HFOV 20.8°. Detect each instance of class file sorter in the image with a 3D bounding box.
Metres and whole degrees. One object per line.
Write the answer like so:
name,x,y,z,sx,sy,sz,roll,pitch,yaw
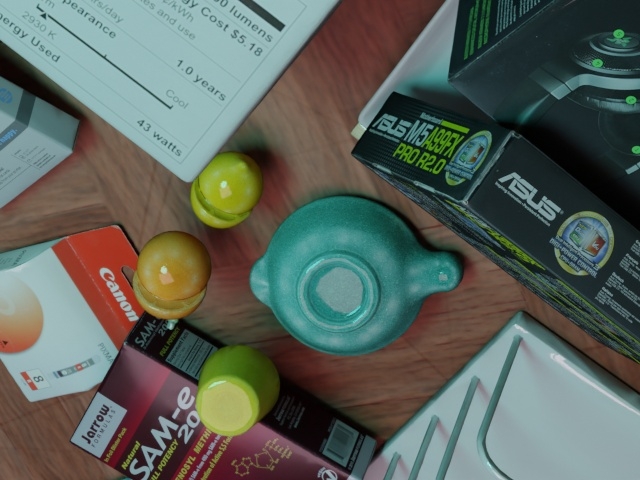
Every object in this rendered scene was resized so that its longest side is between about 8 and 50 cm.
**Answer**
file sorter,0.148,0.240,1.458,0.193,0.173,0.278,35,130,-6

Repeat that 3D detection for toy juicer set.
toy juicer set,0.000,0.000,1.403,0.329,0.089,0.209,-31,98,14

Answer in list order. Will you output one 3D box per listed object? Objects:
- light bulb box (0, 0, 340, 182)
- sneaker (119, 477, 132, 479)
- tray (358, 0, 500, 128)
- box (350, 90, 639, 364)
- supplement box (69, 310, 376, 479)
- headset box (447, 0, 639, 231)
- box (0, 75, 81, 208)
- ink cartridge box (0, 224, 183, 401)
light bulb box,-0.097,-0.299,1.114,0.358,0.225,0.361,38,130,-7
sneaker,-0.146,0.289,1.670,0.228,0.092,0.087,-2,126,25
tray,0.153,-0.145,1.245,0.145,0.030,0.270,28,132,-13
box,0.170,0.006,1.226,0.270,0.216,0.060,36,88,-21
supplement box,-0.087,0.179,1.547,0.239,0.073,0.130,30,119,-1
headset box,0.255,-0.133,1.124,0.246,0.131,0.283,36,129,-22
box,-0.315,-0.098,1.434,0.186,0.038,0.145,31,139,-28
ink cartridge box,-0.224,0.069,1.568,0.179,0.045,0.145,-12,120,32
